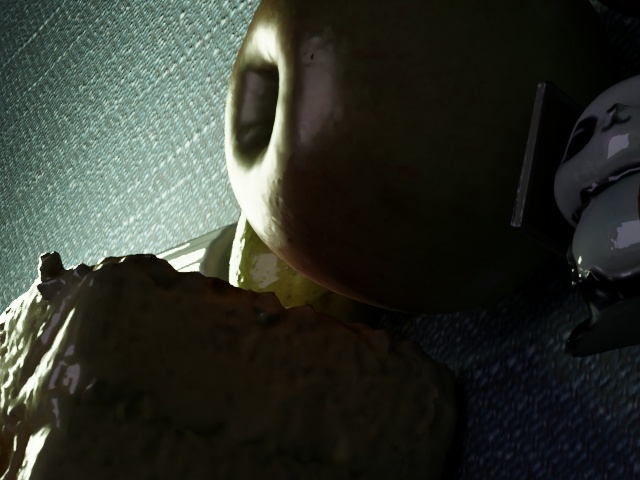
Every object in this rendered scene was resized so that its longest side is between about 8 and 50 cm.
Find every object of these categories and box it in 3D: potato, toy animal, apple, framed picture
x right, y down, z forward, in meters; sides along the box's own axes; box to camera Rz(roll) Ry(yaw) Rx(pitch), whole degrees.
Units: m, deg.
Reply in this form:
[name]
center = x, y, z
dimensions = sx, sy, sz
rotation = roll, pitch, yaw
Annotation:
[potato]
center = 0.000, 0.000, 1.566
dimensions = 0.169, 0.144, 0.248
rotation = 86, -162, -57
[toy animal]
center = 0.223, -0.026, 1.174
dimensions = 0.166, 0.138, 0.179
rotation = -19, 59, 31
[apple]
center = 0.068, -0.100, 1.365
dimensions = 0.319, 0.277, 0.319
rotation = -41, 41, 48
[framed picture]
center = 0.188, -0.038, 1.247
dimensions = 0.011, 0.149, 0.109
rotation = 2, 73, 39

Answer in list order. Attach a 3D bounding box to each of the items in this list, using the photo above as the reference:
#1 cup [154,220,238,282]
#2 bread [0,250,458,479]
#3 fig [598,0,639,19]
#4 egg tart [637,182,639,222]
[cup]
center = -0.087, 0.093, 1.716
dimensions = 0.202, 0.221, 0.167
rotation = -25, 18, 52
[bread]
center = -0.133, 0.220, 1.439
dimensions = 0.390, 0.371, 0.279
rotation = -39, 42, 46
[fig]
center = 0.249, -0.270, 1.210
dimensions = 0.224, 0.224, 0.263
rotation = -56, 14, 28
[egg tart]
center = 0.301, -0.066, 0.982
dimensions = 0.288, 0.118, 0.288
rotation = -17, 61, 33
